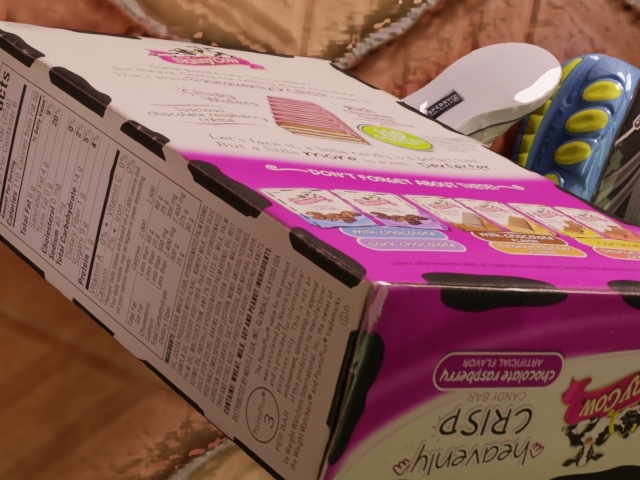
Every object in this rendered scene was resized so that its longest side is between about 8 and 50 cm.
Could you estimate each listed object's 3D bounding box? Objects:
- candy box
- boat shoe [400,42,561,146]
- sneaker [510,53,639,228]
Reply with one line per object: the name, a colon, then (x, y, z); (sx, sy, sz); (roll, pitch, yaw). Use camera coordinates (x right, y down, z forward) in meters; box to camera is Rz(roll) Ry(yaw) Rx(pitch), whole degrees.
candy box: (0.000, 0.000, 0.587); (0.159, 0.233, 0.071); (3, 111, -38)
boat shoe: (0.059, -0.050, 0.749); (0.100, 0.035, 0.035); (-32, 156, -26)
sneaker: (0.106, 0.012, 0.791); (0.078, 0.067, 0.188); (22, 96, -37)
